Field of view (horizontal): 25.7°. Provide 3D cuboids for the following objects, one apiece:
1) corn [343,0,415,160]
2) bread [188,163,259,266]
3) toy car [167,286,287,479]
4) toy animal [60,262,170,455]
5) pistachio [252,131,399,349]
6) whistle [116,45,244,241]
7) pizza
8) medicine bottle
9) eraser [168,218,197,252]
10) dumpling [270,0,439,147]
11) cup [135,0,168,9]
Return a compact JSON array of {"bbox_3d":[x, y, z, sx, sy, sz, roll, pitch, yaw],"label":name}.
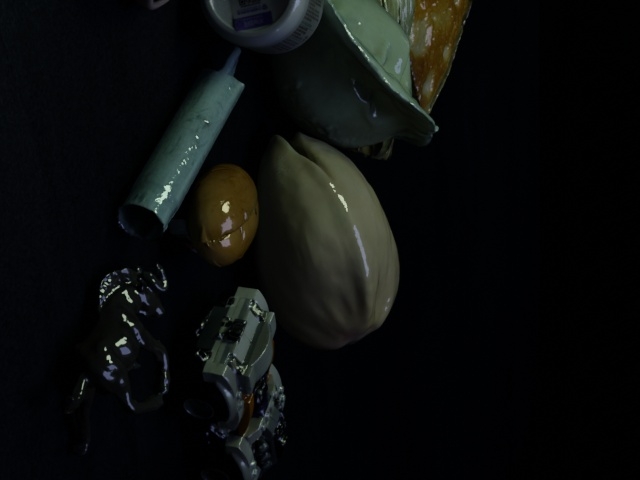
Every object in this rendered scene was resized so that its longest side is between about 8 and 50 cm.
[{"bbox_3d":[0.084,-0.280,2.237,0.122,0.123,0.305,-19,123,-46],"label":"corn"},{"bbox_3d":[-0.117,-0.037,1.780,0.189,0.077,0.114,-70,139,-63],"label":"bread"},{"bbox_3d":[-0.106,0.207,1.881,0.193,0.118,0.301,-69,158,-43],"label":"toy car"},{"bbox_3d":[-0.234,0.129,1.562,0.232,0.085,0.148,-61,139,-46],"label":"toy animal"},{"bbox_3d":[0.000,0.000,2.008,0.226,0.208,0.331,30,-39,63],"label":"pistachio"},{"bbox_3d":[-0.159,-0.124,1.697,0.062,0.062,0.312,78,26,-43],"label":"whistle"},{"bbox_3d":[0.140,-0.450,2.399,0.406,0.130,0.439,38,65,-55],"label":"pizza"},{"bbox_3d":[-0.066,-0.305,1.780,0.215,0.135,0.135,-20,116,-79],"label":"medicine bottle"},{"bbox_3d":[-0.165,-0.005,1.768,0.099,0.027,0.019,46,45,-67],"label":"eraser"},{"bbox_3d":[0.040,-0.235,2.046,0.321,0.212,0.270,1,60,-56],"label":"dumpling"},{"bbox_3d":[-0.129,-0.372,1.554,0.253,0.191,0.200,-59,176,25],"label":"cup"}]
